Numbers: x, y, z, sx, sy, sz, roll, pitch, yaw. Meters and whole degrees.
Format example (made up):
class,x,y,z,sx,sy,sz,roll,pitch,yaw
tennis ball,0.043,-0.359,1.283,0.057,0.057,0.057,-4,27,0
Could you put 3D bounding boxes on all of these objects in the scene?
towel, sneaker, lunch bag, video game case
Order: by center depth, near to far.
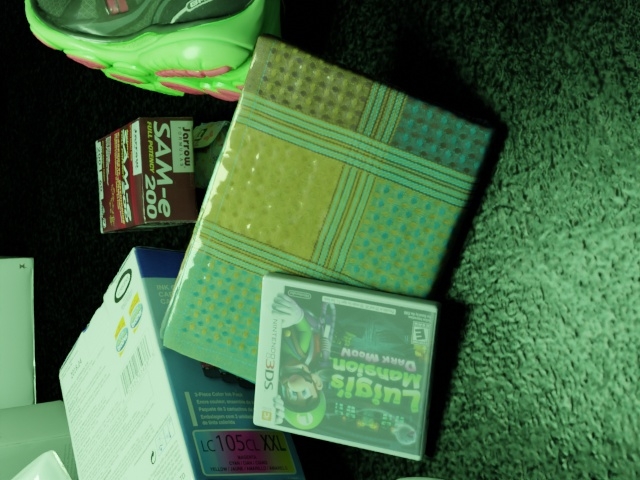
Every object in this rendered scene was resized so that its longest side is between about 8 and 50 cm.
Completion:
class,x,y,z,sx,sy,sz,roll,pitch,yaw
video game case,0.025,0.131,1.243,0.190,0.022,0.173,9,108,16
towel,0.000,0.000,1.248,0.271,0.040,0.370,24,111,10
sneaker,-0.194,-0.294,1.475,0.483,0.185,0.202,16,86,44
lunch bag,-0.138,-0.106,1.479,0.071,0.053,0.083,3,88,51

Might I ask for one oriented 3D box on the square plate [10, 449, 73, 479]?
class,x,y,z,sx,sy,sz,roll,pitch,yaw
square plate,-0.378,0.497,1.534,0.347,0.049,0.344,-37,78,28

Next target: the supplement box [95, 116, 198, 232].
class,x,y,z,sx,sy,sz,roll,pitch,yaw
supplement box,-0.225,-0.079,1.513,0.239,0.073,0.130,172,94,-67

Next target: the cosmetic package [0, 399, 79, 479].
class,x,y,z,sx,sy,sz,roll,pitch,yaw
cosmetic package,-0.454,0.371,1.732,0.138,0.225,0.224,20,107,47

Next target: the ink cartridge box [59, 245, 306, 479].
class,x,y,z,sx,sy,sz,roll,pitch,yaw
ink cartridge box,-0.190,0.195,1.450,0.270,0.151,0.395,-53,44,36

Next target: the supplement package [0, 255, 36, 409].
class,x,y,z,sx,sy,sz,roll,pitch,yaw
supplement package,-0.574,0.157,1.875,0.145,0.204,0.262,0,92,48

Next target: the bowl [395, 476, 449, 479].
class,x,y,z,sx,sy,sz,roll,pitch,yaw
bowl,0.107,0.318,1.220,0.142,0.053,0.142,-7,85,48
